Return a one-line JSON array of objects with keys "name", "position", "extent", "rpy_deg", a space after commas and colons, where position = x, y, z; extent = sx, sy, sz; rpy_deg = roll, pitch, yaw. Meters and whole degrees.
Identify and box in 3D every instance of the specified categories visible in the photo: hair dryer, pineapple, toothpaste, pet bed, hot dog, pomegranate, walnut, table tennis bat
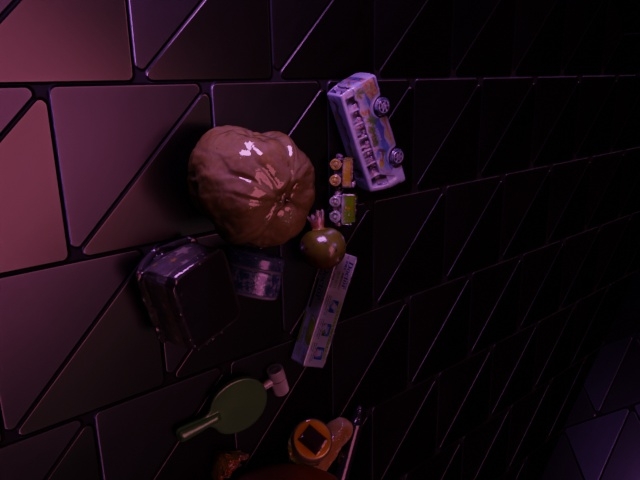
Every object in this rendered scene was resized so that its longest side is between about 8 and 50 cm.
[{"name": "hair dryer", "position": [0.063, 0.692, 1.805], "extent": [0.189, 0.107, 0.352], "rpy_deg": [26, 76, -45]}, {"name": "pineapple", "position": [-0.242, 0.589, 1.534], "extent": [0.114, 0.077, 0.114], "rpy_deg": [-6, 140, -51]}, {"name": "toothpaste", "position": [0.012, 0.194, 1.640], "extent": [0.081, 0.067, 0.337], "rpy_deg": [18, 88, -42]}, {"name": "pet bed", "position": [-0.306, 0.120, 1.293], "extent": [0.183, 0.159, 0.211], "rpy_deg": [-40, 130, -40]}, {"name": "hot dog", "position": [0.006, 0.645, 1.748], "extent": [0.242, 0.073, 0.084], "rpy_deg": [-52, 131, -18]}, {"name": "hair dryer", "position": [-0.154, 0.406, 1.569], "extent": [0.137, 0.047, 0.082], "rpy_deg": [-26, 118, -28]}, {"name": "pomegranate", "position": [-0.006, 0.004, 1.545], "extent": [0.129, 0.129, 0.159], "rpy_deg": [-41, 100, -26]}, {"name": "walnut", "position": [-0.150, -0.121, 1.278], "extent": [0.282, 0.277, 0.253], "rpy_deg": [-1, 110, -29]}, {"name": "table tennis bat", "position": [-0.252, 0.446, 1.479], "extent": [0.257, 0.039, 0.160], "rpy_deg": [-21, 116, -30]}]

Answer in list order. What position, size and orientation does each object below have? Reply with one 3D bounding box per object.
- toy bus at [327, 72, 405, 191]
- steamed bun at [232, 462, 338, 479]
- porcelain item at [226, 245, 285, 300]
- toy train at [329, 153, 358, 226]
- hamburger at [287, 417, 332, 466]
[{"name": "toy bus", "position": [0.133, -0.291, 1.598], "extent": [0.136, 0.109, 0.330], "rpy_deg": [-33, 121, -19]}, {"name": "steamed bun", "position": [-0.129, 0.752, 1.539], "extent": [0.379, 0.248, 0.235], "rpy_deg": [-8, 108, -35]}, {"name": "porcelain item", "position": [-0.164, 0.076, 1.402], "extent": [0.147, 0.147, 0.114], "rpy_deg": [11, 91, -42]}, {"name": "toy train", "position": [0.066, -0.138, 1.584], "extent": [0.060, 0.081, 0.202], "rpy_deg": [-49, 140, -73]}, {"name": "hamburger", "position": [-0.030, 0.593, 1.676], "extent": [0.081, 0.126, 0.141], "rpy_deg": [105, 8, -63]}]
